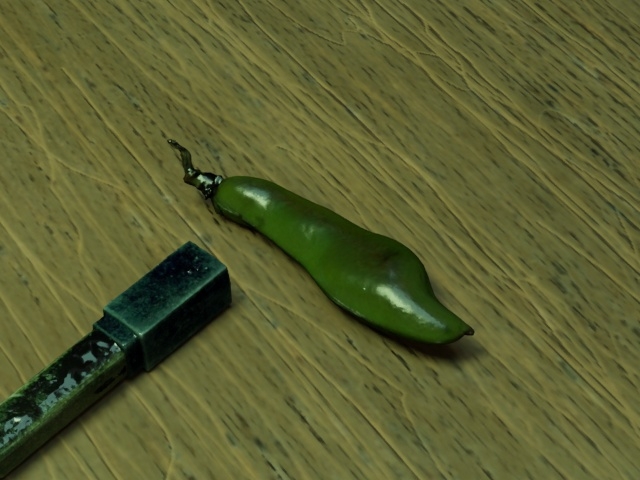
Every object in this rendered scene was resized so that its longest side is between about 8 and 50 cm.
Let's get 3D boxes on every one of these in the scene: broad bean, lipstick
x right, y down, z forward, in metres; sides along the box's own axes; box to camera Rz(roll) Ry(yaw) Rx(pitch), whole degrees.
[{"bbox_3d":[0.000,0.006,1.567,0.325,0.067,0.075,30,24,30],"label":"broad bean"},{"bbox_3d":[-0.199,0.113,1.476,0.051,0.051,0.312,34,58,27],"label":"lipstick"}]
